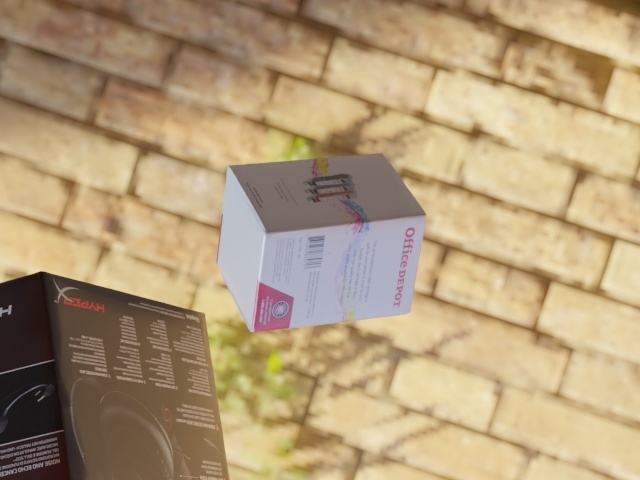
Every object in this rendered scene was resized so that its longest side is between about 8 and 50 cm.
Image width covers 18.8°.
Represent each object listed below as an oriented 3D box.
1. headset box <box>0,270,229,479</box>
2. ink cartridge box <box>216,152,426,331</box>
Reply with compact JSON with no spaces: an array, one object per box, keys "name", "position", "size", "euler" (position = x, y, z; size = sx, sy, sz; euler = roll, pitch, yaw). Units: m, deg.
[{"name":"headset box","position":[-0.147,0.185,1.252],"size":[0.110,0.293,0.218],"euler":[-16,166,22]},{"name":"ink cartridge box","position":[0.000,0.000,1.971],"size":[0.176,0.128,0.127],"euler":[-5,-145,-20]}]
